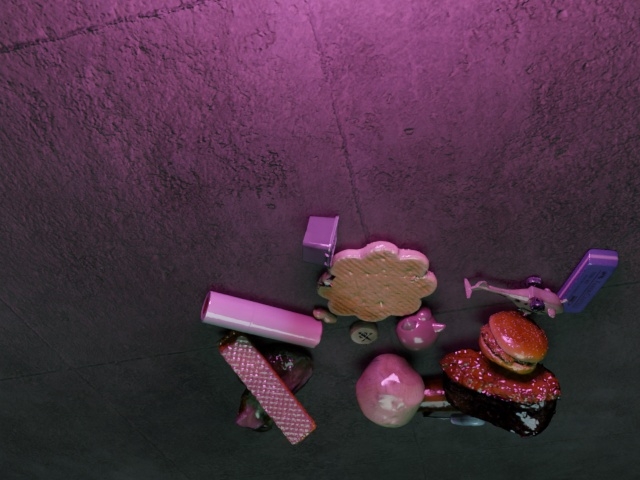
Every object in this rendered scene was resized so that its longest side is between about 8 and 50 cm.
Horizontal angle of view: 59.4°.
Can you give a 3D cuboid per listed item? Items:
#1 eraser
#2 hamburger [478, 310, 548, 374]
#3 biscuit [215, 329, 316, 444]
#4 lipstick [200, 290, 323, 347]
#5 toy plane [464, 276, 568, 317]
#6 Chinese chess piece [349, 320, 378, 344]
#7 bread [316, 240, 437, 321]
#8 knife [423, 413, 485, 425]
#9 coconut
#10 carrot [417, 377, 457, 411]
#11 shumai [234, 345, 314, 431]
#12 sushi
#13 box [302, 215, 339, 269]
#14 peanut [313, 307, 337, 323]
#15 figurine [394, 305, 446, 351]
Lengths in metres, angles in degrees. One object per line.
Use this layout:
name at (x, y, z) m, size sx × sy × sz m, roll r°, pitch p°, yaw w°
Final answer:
eraser at (0.704, 0.112, 1.495) m, size 0.082 × 0.036 × 0.225 m, roll 6°, pitch 136°, yaw -6°
hamburger at (0.534, 0.277, 1.566) m, size 0.191 × 0.182 × 0.118 m, roll 15°, pitch 118°, yaw -6°
biscuit at (-0.155, 0.422, 1.626) m, size 0.094 × 0.054 × 0.378 m, roll -37°, pitch 96°, yaw -5°
lipstick at (-0.158, 0.219, 1.539) m, size 0.327 × 0.087 × 0.087 m, roll 17°, pitch 133°, yaw -19°
toy plane at (0.524, 0.150, 1.496) m, size 0.286 × 0.092 × 0.108 m, roll 16°, pitch 144°, yaw -15°
Chinese chess piece at (0.127, 0.269, 1.640) m, size 0.084 × 0.034 × 0.084 m, roll -1°, pitch 135°, yaw -1°
bread at (0.146, 0.109, 1.459) m, size 0.316 × 0.054 × 0.316 m, roll 0°, pitch 135°, yaw 0°
knife at (0.432, 0.607, 1.915) m, size 0.080 × 0.044 × 0.331 m, roll 7°, pitch 162°, yaw -25°
coconut at (0.211, 0.468, 1.736) m, size 0.224 × 0.224 × 0.224 m, roll -1°, pitch 136°, yaw -1°
carrot at (0.393, 0.510, 1.850) m, size 0.302 × 0.114 × 0.114 m, roll -3°, pitch 136°, yaw 6°
shumai at (-0.140, 0.460, 1.714) m, size 0.222 × 0.203 × 0.272 m, roll 23°, pitch 127°, yaw -26°
sushi at (0.540, 0.423, 1.687) m, size 0.348 × 0.234 × 0.207 m, roll 11°, pitch 129°, yaw 27°
box at (0.000, 0.000, 1.298) m, size 0.069 × 0.122 × 0.084 m, roll 10°, pitch 135°, yaw 5°
peanut at (0.013, 0.211, 1.576) m, size 0.083 × 0.037 × 0.037 m, roll 24°, pitch 131°, yaw -26°
figurine at (0.273, 0.249, 1.573) m, size 0.125 × 0.125 × 0.138 m, roll 7°, pitch 151°, yaw -9°
